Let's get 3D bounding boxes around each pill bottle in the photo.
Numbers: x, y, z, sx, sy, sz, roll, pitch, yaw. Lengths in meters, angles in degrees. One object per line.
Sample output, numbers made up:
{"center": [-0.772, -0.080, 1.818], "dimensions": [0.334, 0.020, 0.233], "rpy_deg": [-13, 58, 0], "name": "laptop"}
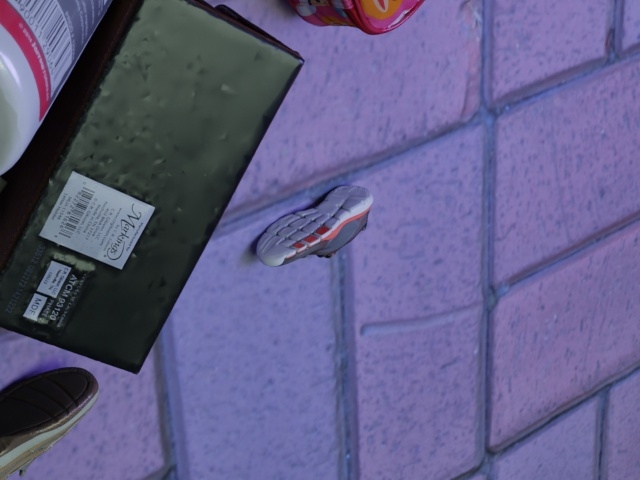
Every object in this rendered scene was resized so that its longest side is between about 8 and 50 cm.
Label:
{"center": [-0.239, -0.202, 1.017], "dimensions": [0.318, 0.176, 0.176], "rpy_deg": [-72, 149, -44], "name": "pill bottle"}

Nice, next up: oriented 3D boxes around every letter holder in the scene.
{"center": [-0.180, -0.080, 1.195], "dimensions": [0.152, 0.214, 0.302], "rpy_deg": [24, 100, -30], "name": "letter holder"}

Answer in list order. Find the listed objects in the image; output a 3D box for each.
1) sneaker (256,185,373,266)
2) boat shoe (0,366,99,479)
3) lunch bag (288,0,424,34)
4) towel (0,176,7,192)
{"center": [0.000, 0.000, 1.502], "dimensions": [0.158, 0.061, 0.065], "rpy_deg": [-30, 133, -31], "name": "sneaker"}
{"center": [-0.289, 0.190, 1.309], "dimensions": [0.190, 0.068, 0.072], "rpy_deg": [-30, 140, -19], "name": "boat shoe"}
{"center": [0.043, -0.371, 1.334], "dimensions": [0.258, 0.120, 0.293], "rpy_deg": [-49, 130, -22], "name": "lunch bag"}
{"center": [-0.410, 0.004, 1.003], "dimensions": [0.324, 0.056, 0.312], "rpy_deg": [-57, 137, -10], "name": "towel"}
